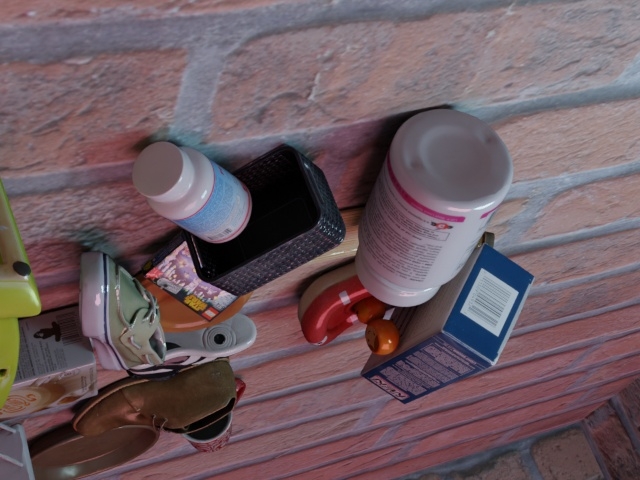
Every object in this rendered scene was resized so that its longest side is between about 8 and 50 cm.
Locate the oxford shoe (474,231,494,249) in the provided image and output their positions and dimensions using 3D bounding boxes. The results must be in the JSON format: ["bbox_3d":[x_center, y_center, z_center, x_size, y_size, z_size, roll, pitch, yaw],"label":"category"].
[{"bbox_3d":[0.224,0.030,1.785,0.076,0.076,0.212,16,151,-7],"label":"oxford shoe"}]

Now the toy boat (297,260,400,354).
[{"bbox_3d":[0.082,0.119,1.721,0.231,0.151,0.151,-23,156,2],"label":"toy boat"}]

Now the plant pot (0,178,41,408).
[{"bbox_3d":[-0.416,0.038,1.040,0.228,0.227,0.207,0,143,-40],"label":"plant pot"}]

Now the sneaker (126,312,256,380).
[{"bbox_3d":[-0.212,0.173,1.693,0.217,0.079,0.121,-9,158,-8],"label":"sneaker"}]

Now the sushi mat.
[{"bbox_3d":[0.000,0.000,1.563,0.317,0.019,0.151,-11,156,-23],"label":"sushi mat"}]

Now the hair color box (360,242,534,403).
[{"bbox_3d":[0.203,0.147,1.737,0.174,0.105,0.347,-59,-173,-25],"label":"hair color box"}]

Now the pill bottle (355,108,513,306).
[{"bbox_3d":[0.141,-0.033,1.417,0.160,0.160,0.283,-13,152,-20],"label":"pill bottle"}]

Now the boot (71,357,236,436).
[{"bbox_3d":[-0.291,0.296,1.833,0.305,0.115,0.112,-23,159,5],"label":"boot"}]

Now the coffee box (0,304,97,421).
[{"bbox_3d":[-0.449,0.189,1.481,0.247,0.098,0.141,-14,155,-17],"label":"coffee box"}]

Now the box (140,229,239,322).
[{"bbox_3d":[-0.164,0.046,1.425,0.094,0.027,0.137,-40,130,12],"label":"box"}]

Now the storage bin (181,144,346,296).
[{"bbox_3d":[-0.074,-0.022,1.318,0.180,0.122,0.084,-28,156,15],"label":"storage bin"}]

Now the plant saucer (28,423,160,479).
[{"bbox_3d":[-0.448,0.400,2.016,0.278,0.041,0.278,-18,156,-9],"label":"plant saucer"}]

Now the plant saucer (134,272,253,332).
[{"bbox_3d":[-0.191,0.086,1.529,0.200,0.037,0.200,-11,152,-6],"label":"plant saucer"}]

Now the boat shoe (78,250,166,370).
[{"bbox_3d":[-0.264,0.094,1.406,0.094,0.109,0.302,-2,156,-4],"label":"boat shoe"}]

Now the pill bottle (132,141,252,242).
[{"bbox_3d":[-0.150,-0.058,1.221,0.087,0.087,0.160,-27,156,13],"label":"pill bottle"}]

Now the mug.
[{"bbox_3d":[-0.205,0.347,2.026,0.150,0.113,0.169,-16,160,-8],"label":"mug"}]

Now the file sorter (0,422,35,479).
[{"bbox_3d":[-0.584,0.444,1.705,0.193,0.277,0.173,-23,153,4],"label":"file sorter"}]
